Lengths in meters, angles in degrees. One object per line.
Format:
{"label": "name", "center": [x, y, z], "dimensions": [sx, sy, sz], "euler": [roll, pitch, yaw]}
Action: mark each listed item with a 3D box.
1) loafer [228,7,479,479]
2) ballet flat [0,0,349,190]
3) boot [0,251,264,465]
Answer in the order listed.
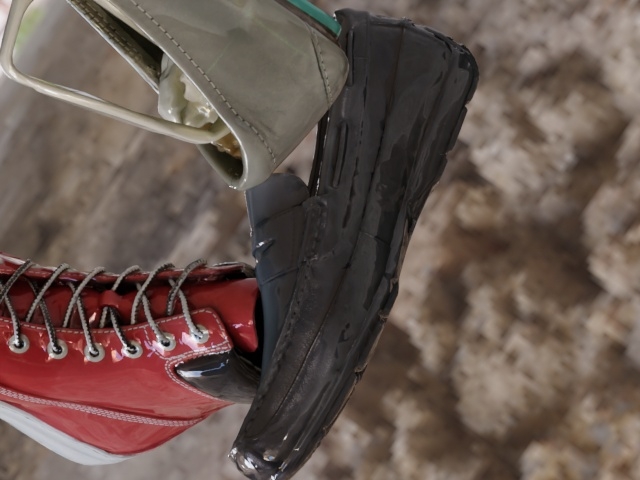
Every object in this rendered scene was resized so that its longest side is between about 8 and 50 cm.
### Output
{"label": "loafer", "center": [0.000, 0.000, 0.845], "dimensions": [0.078, 0.223, 0.076], "euler": [22, 160, -2]}
{"label": "ballet flat", "center": [-0.086, -0.086, 0.544], "dimensions": [0.213, 0.068, 0.072], "euler": [35, 176, -20]}
{"label": "boot", "center": [-0.125, 0.026, 0.886], "dimensions": [0.244, 0.088, 0.176], "euler": [26, 147, -36]}
